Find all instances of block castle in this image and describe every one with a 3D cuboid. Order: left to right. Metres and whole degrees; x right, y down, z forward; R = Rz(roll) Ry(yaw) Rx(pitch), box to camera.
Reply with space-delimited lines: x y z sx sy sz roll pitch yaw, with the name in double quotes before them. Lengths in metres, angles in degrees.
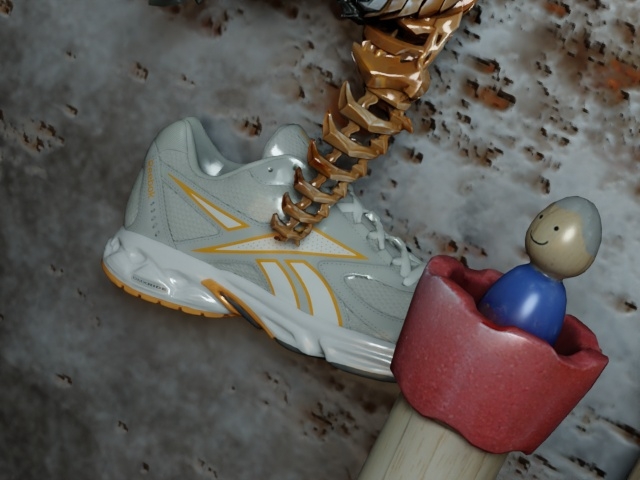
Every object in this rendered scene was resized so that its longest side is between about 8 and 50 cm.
"block castle" 0.246 0.169 0.528 0.453 0.303 0.213 39 110 42

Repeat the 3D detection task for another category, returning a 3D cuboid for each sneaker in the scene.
"sneaker" 0.000 0.000 0.785 0.262 0.099 0.121 17 98 16

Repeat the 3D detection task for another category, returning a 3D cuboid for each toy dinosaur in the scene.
"toy dinosaur" 0.021 -0.168 0.726 0.218 0.164 0.322 15 71 0
